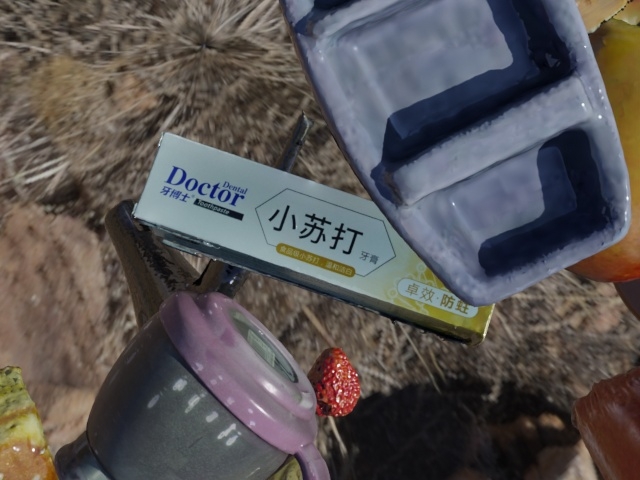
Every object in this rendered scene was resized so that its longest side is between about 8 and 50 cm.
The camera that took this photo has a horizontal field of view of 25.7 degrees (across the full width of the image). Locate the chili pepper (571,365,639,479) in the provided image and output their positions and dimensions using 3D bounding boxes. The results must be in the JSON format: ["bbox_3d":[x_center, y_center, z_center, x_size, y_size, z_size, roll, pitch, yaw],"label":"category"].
[{"bbox_3d":[0.488,0.294,1.793,0.251,0.305,0.229,10,125,-29],"label":"chili pepper"}]

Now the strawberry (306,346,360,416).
[{"bbox_3d":[0.011,0.162,1.640,0.073,0.073,0.083,-15,124,-3],"label":"strawberry"}]

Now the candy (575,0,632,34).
[{"bbox_3d":[0.238,-0.337,1.322,0.143,0.101,0.271,-29,102,-31],"label":"candy"}]

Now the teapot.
[{"bbox_3d":[-0.072,0.120,0.806,0.146,0.116,0.148,-44,104,7],"label":"teapot"}]

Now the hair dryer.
[{"bbox_3d":[-0.097,-0.014,1.416,0.120,0.303,0.359,4,132,-36],"label":"hair dryer"}]

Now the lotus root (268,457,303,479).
[{"bbox_3d":[-0.064,0.292,1.490,0.089,0.179,0.080,18,136,23],"label":"lotus root"}]

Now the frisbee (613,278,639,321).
[{"bbox_3d":[0.459,0.020,1.754,0.021,0.251,0.250,-22,102,-44],"label":"frisbee"}]

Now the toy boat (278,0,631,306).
[{"bbox_3d":[0.046,-0.112,0.659,0.127,0.078,0.283,-25,97,3],"label":"toy boat"}]

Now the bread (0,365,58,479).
[{"bbox_3d":[-0.302,0.235,1.157,0.184,0.110,0.234,-20,137,-16],"label":"bread"}]

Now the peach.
[{"bbox_3d":[0.337,-0.106,1.540,0.308,0.308,0.332,7,119,-6],"label":"peach"}]

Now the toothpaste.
[{"bbox_3d":[0.000,0.000,1.195,0.313,0.071,0.089,19,81,3],"label":"toothpaste"}]
